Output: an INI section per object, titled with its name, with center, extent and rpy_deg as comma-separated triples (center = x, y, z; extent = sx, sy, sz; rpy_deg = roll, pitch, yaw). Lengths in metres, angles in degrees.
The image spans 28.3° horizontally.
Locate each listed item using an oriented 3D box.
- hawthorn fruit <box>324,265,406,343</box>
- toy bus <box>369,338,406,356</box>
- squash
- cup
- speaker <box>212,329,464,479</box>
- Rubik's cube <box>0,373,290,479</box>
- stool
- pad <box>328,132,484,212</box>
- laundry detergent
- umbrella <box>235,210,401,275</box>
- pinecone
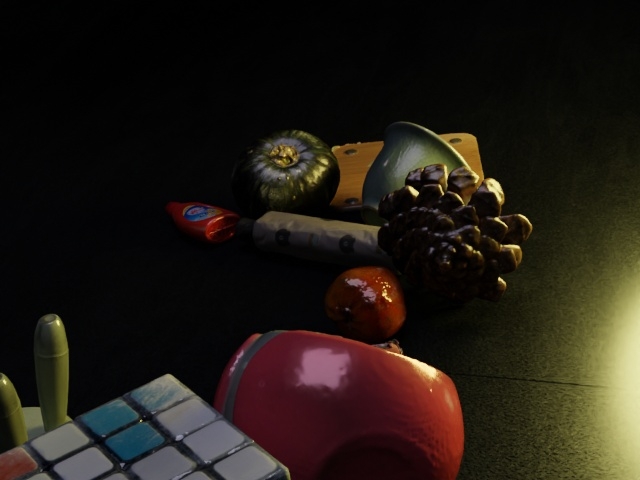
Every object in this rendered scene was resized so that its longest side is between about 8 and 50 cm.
[hawthorn fruit]
center = 0.071, 0.095, 1.869
extent = 0.128, 0.128, 0.128
rpy_deg = -7, 27, 4
[toy bus]
center = 0.007, 0.188, 1.757
extent = 0.235, 0.073, 0.096
rpy_deg = -8, 21, 5
[squash]
center = -0.062, -0.108, 2.250
extent = 0.193, 0.156, 0.193
rpy_deg = 6, 31, -4
[cup]
center = 0.142, -0.077, 2.133
extent = 0.199, 0.199, 0.150
rpy_deg = 21, 59, 44
[speaker]
center = 0.016, 0.218, 1.473
extent = 0.294, 0.294, 0.294
rpy_deg = -7, 27, 4
[Rubik's cube]
center = -0.181, 0.335, 1.335
extent = 0.259, 0.253, 0.256
rpy_deg = -27, 33, -29
[stool]
center = -0.439, 0.220, 1.698
extent = 0.195, 0.199, 0.195
rpy_deg = 0, 30, 21
[pad]
center = 0.157, -0.131, 2.375
extent = 0.286, 0.018, 0.284
rpy_deg = -5, 27, 5
[laundry detergent]
center = -0.219, -0.042, 2.286
extent = 0.097, 0.049, 0.165
rpy_deg = -20, 27, -34
[umbrella]
center = 0.000, 0.000, 2.110
extent = 0.337, 0.073, 0.067
rpy_deg = 9, 32, 32
[pinecone]
center = 0.197, -0.014, 1.924
extent = 0.229, 0.202, 0.201
rpy_deg = 34, 0, 0
